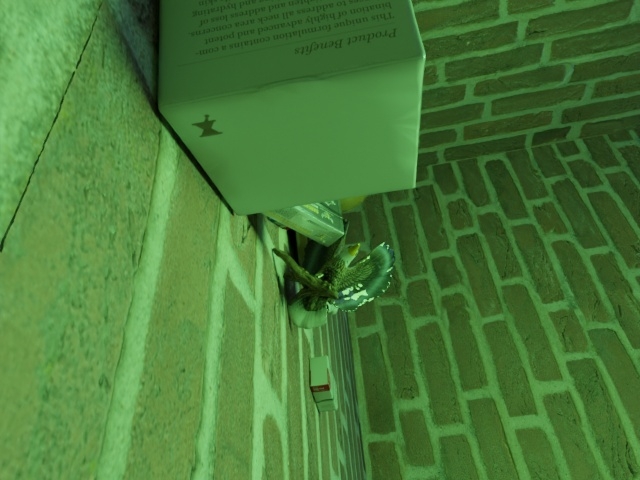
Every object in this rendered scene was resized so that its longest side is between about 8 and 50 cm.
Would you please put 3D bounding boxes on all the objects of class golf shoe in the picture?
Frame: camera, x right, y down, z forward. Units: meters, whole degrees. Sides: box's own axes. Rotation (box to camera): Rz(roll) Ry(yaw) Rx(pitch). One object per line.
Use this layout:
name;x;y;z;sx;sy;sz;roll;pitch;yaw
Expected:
golf shoe;0.021;0.255;1.930;0.176;0.069;0.086;69;32;-50

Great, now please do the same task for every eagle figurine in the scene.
eagle figurine;0.043;0.074;1.273;0.298;0.225;0.226;-28;104;-62

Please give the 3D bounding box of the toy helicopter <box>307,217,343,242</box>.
toy helicopter;0.000;0.000;1.921;0.235;0.140;0.355;-107;-168;-48

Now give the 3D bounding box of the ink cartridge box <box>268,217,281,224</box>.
ink cartridge box;-0.052;-0.085;1.288;0.231;0.134;0.078;44;37;-82

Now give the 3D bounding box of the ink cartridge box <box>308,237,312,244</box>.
ink cartridge box;-0.014;0.032;1.576;0.208;0.045;0.206;-100;-175;-61

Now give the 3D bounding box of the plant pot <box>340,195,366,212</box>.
plant pot;0.031;-0.242;1.512;0.254;0.237;0.237;70;12;-66

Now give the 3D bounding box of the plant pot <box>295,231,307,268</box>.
plant pot;-0.055;0.010;1.508;0.236;0.032;0.236;175;-90;-89

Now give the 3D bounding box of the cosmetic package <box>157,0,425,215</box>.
cosmetic package;-0.037;-0.299;0.792;0.327;0.329;0.394;69;14;-67

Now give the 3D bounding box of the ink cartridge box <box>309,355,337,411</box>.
ink cartridge box;0.008;0.416;1.445;0.099;0.056;0.135;-92;170;-51

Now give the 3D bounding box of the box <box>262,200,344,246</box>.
box;-0.057;-0.111;1.041;0.231;0.056;0.183;27;42;-34
